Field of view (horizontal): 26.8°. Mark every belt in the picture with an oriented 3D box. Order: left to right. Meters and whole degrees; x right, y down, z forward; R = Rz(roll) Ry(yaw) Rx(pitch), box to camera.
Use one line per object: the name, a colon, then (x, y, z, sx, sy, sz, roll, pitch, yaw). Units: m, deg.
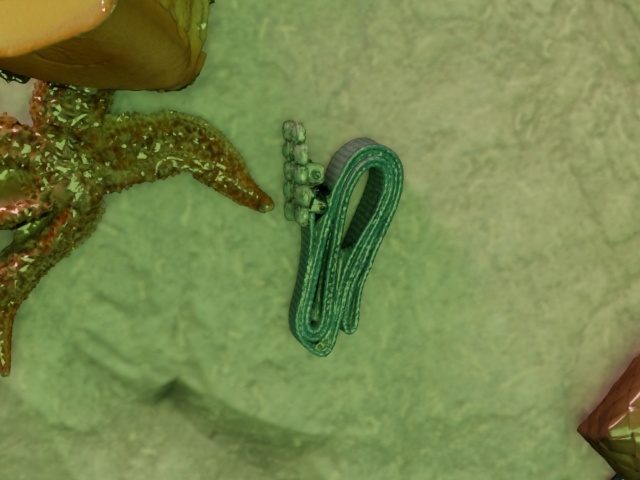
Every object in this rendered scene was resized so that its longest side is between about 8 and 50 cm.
belt: (0.001, 0.001, 1.076, 0.100, 0.065, 0.179, 12, 94, -16)

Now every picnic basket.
picnic basket: (0.317, 0.165, 1.085, 0.178, 0.128, 0.138, 40, 83, 5)

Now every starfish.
starfish: (-0.239, -0.058, 1.038, 0.293, 0.084, 0.301, -37, 102, -1)

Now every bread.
bread: (-0.177, -0.181, 1.000, 0.160, 0.169, 0.140, -2, 74, 18)

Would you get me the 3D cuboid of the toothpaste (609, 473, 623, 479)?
toothpaste: (0.243, 0.219, 1.140, 0.083, 0.019, 0.027, -43, 122, 1)
